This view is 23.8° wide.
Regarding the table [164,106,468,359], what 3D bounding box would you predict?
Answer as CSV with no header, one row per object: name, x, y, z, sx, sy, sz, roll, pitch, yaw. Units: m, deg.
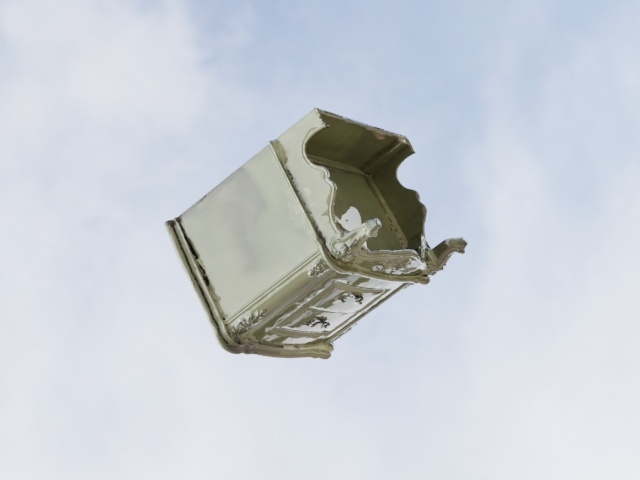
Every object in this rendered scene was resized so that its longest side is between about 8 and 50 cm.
table,0.000,0.000,0.610,0.083,0.062,0.079,-38,-25,24
